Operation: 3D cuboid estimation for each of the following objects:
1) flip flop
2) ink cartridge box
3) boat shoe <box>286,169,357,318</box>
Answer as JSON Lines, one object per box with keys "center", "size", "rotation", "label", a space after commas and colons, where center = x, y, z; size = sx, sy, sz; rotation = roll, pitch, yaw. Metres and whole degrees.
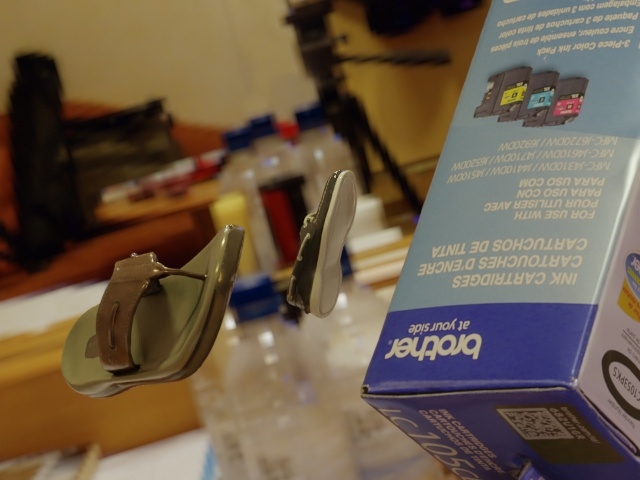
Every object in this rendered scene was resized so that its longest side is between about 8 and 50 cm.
{"center": [-0.149, 0.056, 1.457], "size": [0.277, 0.080, 0.112], "rotation": [-23, 45, 52], "label": "flip flop"}
{"center": [0.186, 0.035, 1.066], "size": [0.151, 0.270, 0.395], "rotation": [-6, 53, 40], "label": "ink cartridge box"}
{"center": [0.000, 0.000, 1.473], "size": [0.038, 0.125, 0.046], "rotation": [20, 22, 27], "label": "boat shoe"}
